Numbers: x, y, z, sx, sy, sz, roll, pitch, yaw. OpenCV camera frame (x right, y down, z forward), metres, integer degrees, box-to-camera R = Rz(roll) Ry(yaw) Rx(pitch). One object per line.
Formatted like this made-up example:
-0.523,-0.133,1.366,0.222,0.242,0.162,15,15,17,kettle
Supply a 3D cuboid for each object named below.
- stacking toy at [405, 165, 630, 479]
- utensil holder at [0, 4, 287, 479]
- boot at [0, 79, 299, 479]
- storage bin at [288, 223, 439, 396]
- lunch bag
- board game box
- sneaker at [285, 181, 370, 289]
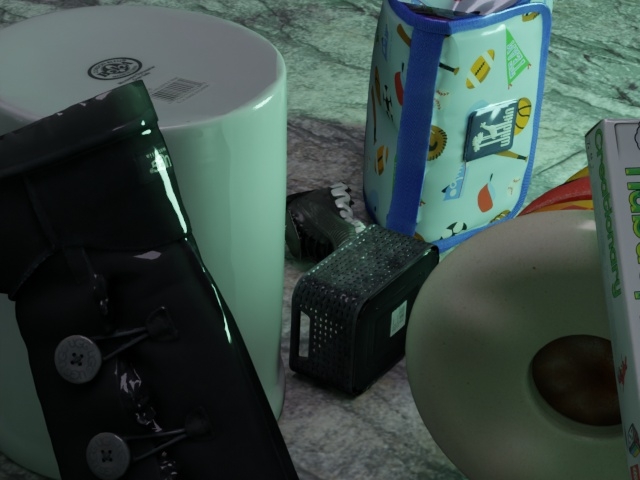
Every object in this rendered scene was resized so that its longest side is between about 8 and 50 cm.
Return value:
0.305,0.026,1.565,0.351,0.350,0.480,11,34,14,stacking toy
-0.193,-0.004,1.561,0.328,0.385,0.327,2,29,-1,utensil holder
-0.221,0.131,1.327,0.367,0.445,0.146,-18,8,29,boot
0.050,0.074,1.711,0.084,0.122,0.180,20,34,28,storage bin
0.172,-0.199,2.003,0.239,0.327,0.385,12,29,12,lunch bag
0.329,0.049,1.260,0.193,0.053,0.305,-2,74,-10,board game box
0.000,0.000,1.890,0.106,0.078,0.234,-4,27,-7,sneaker
